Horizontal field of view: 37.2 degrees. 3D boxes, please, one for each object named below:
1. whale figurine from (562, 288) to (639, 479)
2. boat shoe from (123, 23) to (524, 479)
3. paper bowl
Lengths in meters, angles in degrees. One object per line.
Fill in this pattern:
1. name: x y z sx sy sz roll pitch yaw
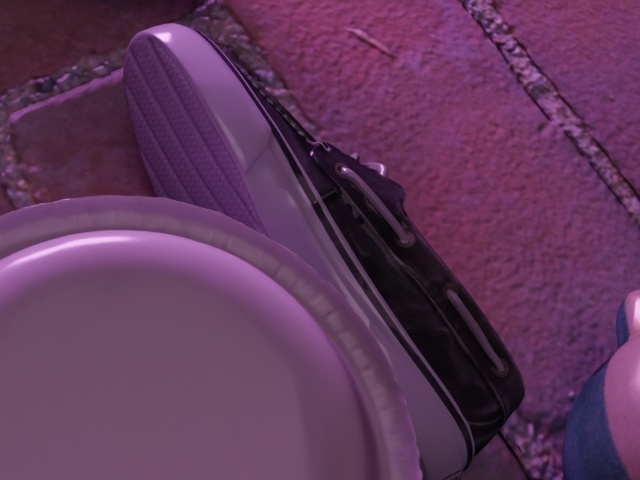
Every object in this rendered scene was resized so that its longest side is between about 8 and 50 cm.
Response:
1. whale figurine: 0.254 0.130 0.604 0.216 0.141 0.272 50 39 12
2. boat shoe: 0.000 0.000 0.607 0.119 0.121 0.335 -31 86 -34
3. paper bowl: -0.090 0.111 0.432 0.284 0.148 0.284 7 61 -12
